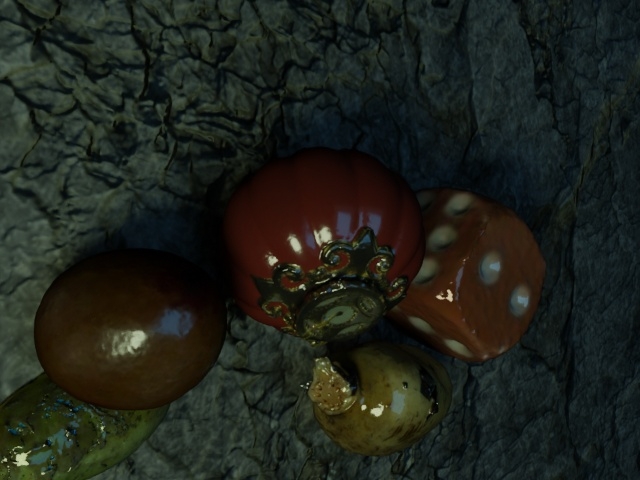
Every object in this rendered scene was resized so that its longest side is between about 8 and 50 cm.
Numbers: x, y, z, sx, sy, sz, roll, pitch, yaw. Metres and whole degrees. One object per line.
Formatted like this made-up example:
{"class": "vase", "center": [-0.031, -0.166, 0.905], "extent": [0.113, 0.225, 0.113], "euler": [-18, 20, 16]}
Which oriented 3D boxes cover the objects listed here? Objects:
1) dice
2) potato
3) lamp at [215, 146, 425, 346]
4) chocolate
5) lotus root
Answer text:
{"class": "dice", "center": [0.179, 0.043, 0.925], "extent": [0.175, 0.174, 0.179], "euler": [-54, 128, -19]}
{"class": "potato", "center": [-0.226, 0.182, 0.676], "extent": [0.198, 0.054, 0.119], "euler": [-4, 96, -42]}
{"class": "lamp", "center": [0.000, 0.000, 0.748], "extent": [0.227, 0.227, 0.227], "euler": [-8, 103, -40]}
{"class": "chocolate", "center": [-0.164, 0.073, 0.631], "extent": [0.177, 0.177, 0.177], "euler": [-8, 103, -40]}
{"class": "lotus root", "center": [0.084, 0.197, 0.880], "extent": [0.257, 0.154, 0.140], "euler": [6, 72, -49]}
